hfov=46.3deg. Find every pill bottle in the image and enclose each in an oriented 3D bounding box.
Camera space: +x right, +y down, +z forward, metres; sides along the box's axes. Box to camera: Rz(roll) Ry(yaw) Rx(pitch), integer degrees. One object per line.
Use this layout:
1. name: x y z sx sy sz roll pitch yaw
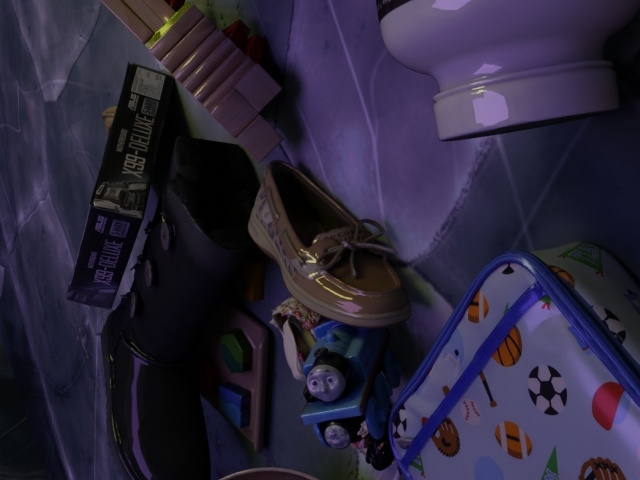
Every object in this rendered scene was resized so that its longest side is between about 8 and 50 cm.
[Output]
1. pill bottle: 0.118 -0.238 0.515 0.181 0.182 0.322 -3 97 56

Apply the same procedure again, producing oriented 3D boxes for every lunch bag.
1. lunch bag: 0.173 0.160 0.621 0.243 0.115 0.303 57 140 32

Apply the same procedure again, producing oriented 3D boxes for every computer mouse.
1. computer mouse: 0.110 0.266 0.780 0.042 0.106 0.193 -21 94 37

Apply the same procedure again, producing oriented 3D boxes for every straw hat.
1. straw hat: -0.354 -0.211 1.326 0.144 0.061 0.144 22 117 52

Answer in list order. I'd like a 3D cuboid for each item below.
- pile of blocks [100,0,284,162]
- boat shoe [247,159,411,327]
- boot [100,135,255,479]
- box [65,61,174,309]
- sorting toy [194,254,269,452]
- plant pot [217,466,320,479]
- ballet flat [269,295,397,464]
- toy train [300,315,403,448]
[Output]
1. pile of blocks: -0.139 -0.242 0.986 0.112 0.149 0.362 -45 65 3
2. boat shoe: 0.000 0.000 0.830 0.285 0.105 0.089 38 129 46
3. boot: -0.186 0.128 1.069 0.445 0.146 0.367 -54 51 38
4. box: -0.312 -0.086 1.167 0.242 0.077 0.307 124 155 -46
5. sorting toy: -0.148 0.147 1.151 0.229 0.041 0.307 32 125 47
6. plant pot: -0.046 0.442 0.932 0.284 0.284 0.191 58 178 27
7. ballet flat: 0.009 0.167 0.894 0.241 0.077 0.091 59 141 26
8. toy train: 0.029 0.135 0.777 0.080 0.184 0.105 -16 104 21
